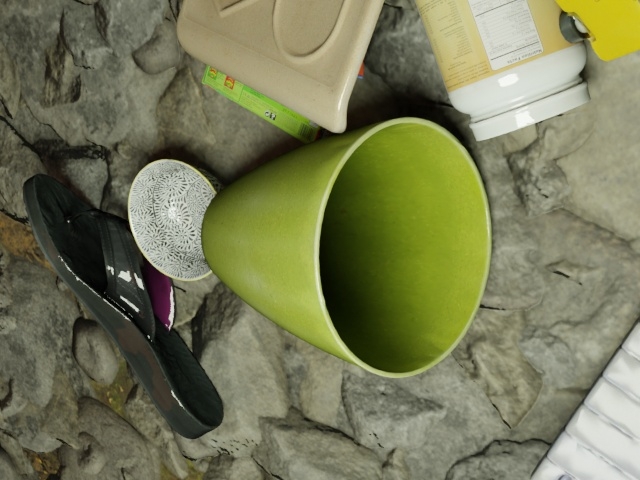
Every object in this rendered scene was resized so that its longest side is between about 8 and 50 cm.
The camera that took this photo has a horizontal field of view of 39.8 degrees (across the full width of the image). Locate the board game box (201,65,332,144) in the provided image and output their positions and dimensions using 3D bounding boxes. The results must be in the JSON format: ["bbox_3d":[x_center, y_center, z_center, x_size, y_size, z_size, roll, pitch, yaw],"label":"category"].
[{"bbox_3d":[-0.057,-0.201,1.109,0.181,0.043,0.092,32,120,19],"label":"board game box"}]

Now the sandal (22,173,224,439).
[{"bbox_3d":[-0.260,0.076,1.283,0.107,0.167,0.446,-34,95,12],"label":"sandal"}]

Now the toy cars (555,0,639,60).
[{"bbox_3d":[0.340,-0.221,0.769,0.393,0.087,0.176,23,150,14],"label":"toy cars"}]

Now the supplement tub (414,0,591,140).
[{"bbox_3d":[0.182,-0.215,0.895,0.144,0.144,0.200,-17,97,35],"label":"supplement tub"}]

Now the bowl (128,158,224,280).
[{"bbox_3d":[-0.174,-0.037,1.216,0.170,0.080,0.170,11,112,29],"label":"bowl"}]

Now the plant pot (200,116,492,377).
[{"bbox_3d":[0.000,0.000,1.037,0.293,0.274,0.275,5,109,48],"label":"plant pot"}]

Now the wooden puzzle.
[{"bbox_3d":[-0.014,-0.326,0.959,0.322,0.080,0.348,34,115,43],"label":"wooden puzzle"}]

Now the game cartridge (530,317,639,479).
[{"bbox_3d":[0.431,0.265,0.921,0.355,0.068,0.230,34,100,18],"label":"game cartridge"}]
